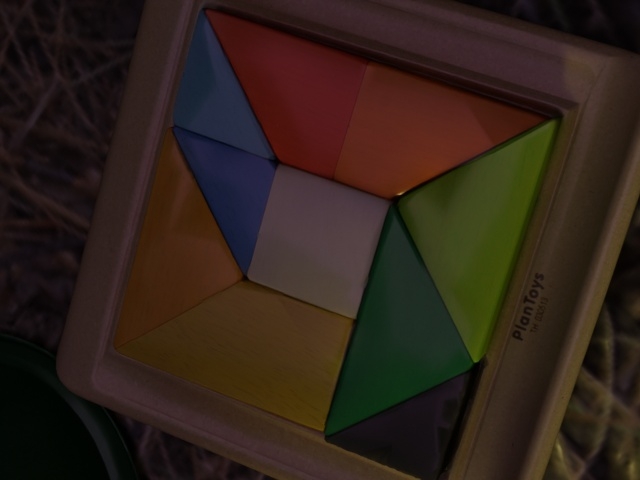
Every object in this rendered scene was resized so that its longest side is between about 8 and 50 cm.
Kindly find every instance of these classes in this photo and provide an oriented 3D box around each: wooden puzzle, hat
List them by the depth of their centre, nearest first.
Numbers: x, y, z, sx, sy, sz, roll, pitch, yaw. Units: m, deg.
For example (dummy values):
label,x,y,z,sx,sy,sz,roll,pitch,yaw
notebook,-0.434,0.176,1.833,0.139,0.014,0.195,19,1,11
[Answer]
label,x,y,z,sx,sy,sz,roll,pitch,yaw
wooden puzzle,0.000,0.000,0.524,0.238,0.044,0.221,21,103,21
hat,-0.190,0.154,0.544,0.173,0.183,0.209,-29,83,23
